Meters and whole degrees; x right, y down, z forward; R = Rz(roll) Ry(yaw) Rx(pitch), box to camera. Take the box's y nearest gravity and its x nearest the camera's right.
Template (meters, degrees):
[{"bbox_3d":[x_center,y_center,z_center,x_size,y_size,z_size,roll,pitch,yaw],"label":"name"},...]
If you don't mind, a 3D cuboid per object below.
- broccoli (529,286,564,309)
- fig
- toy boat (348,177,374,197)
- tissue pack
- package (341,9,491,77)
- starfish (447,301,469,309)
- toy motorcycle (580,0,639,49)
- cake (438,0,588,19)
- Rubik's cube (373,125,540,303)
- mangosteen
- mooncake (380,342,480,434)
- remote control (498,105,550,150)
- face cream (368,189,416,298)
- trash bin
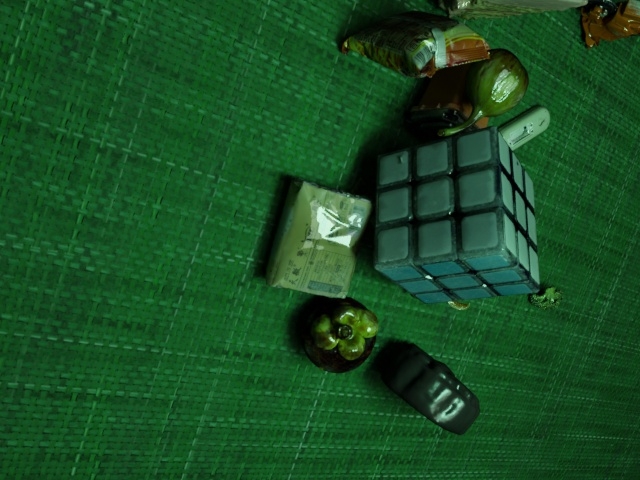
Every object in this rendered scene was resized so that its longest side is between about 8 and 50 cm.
[{"bbox_3d":[0.740,0.185,1.981,0.095,0.096,0.092,-36,133,-54],"label":"broccoli"},{"bbox_3d":[0.357,-0.310,1.347,0.149,0.149,0.245,43,82,-34],"label":"fig"},{"bbox_3d":[0.117,-0.101,1.533,0.115,0.016,0.063,42,81,-34],"label":"toy boat"},{"bbox_3d":[0.000,0.000,1.419,0.214,0.123,0.257,13,97,-21],"label":"tissue pack"},{"bbox_3d":[0.210,-0.437,1.321,0.223,0.288,0.109,-27,136,-26],"label":"package"},{"bbox_3d":[0.356,0.081,1.682,0.071,0.216,0.238,-19,150,17],"label":"starfish"},{"bbox_3d":[0.888,-0.605,1.720,0.325,0.221,0.148,21,91,10],"label":"toy motorcycle"},{"bbox_3d":[0.433,-0.671,1.377,0.293,0.306,0.315,-8,109,-28],"label":"cake"},{"bbox_3d":[0.318,-0.043,1.414,0.301,0.305,0.304,32,54,-49],"label":"Rubik's cube"},{"bbox_3d":[0.052,0.230,1.476,0.192,0.217,0.192,1,85,-12],"label":"mangosteen"},{"bbox_3d":[0.306,0.400,1.655,0.283,0.283,0.141,37,90,-35],"label":"mooncake"},{"bbox_3d":[0.582,-0.318,1.741,0.221,0.042,0.078,-31,118,-20],"label":"remote control"},{"bbox_3d":[0.215,0.003,1.591,0.137,0.084,0.341,-43,121,-26],"label":"face cream"},{"bbox_3d":[0.338,-0.366,1.509,0.161,0.184,0.239,27,79,-35],"label":"trash bin"}]
